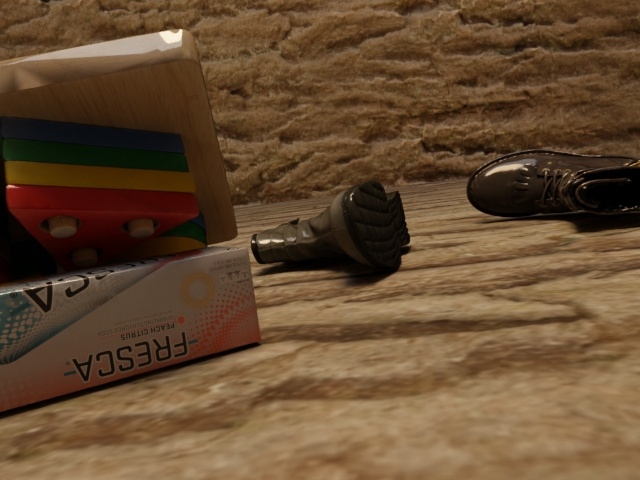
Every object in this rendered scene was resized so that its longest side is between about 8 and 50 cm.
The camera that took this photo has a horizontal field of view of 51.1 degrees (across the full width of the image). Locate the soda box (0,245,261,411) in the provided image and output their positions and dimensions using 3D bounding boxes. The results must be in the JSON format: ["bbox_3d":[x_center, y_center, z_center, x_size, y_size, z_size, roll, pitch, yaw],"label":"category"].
[{"bbox_3d":[-0.129,0.047,0.387,0.183,0.062,0.058,-11,6,-32],"label":"soda box"}]

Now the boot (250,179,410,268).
[{"bbox_3d":[0.000,0.000,0.690,0.161,0.083,0.246,-13,-1,14],"label":"boot"}]

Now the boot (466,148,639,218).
[{"bbox_3d":[0.297,-0.067,0.794,0.263,0.091,0.229,-3,6,18],"label":"boot"}]

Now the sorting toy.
[{"bbox_3d":[-0.188,-0.005,0.464,0.256,0.089,0.257,-13,-22,-6],"label":"sorting toy"}]
